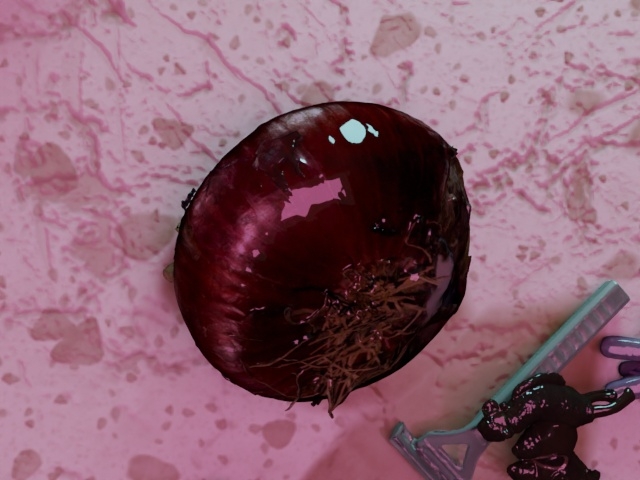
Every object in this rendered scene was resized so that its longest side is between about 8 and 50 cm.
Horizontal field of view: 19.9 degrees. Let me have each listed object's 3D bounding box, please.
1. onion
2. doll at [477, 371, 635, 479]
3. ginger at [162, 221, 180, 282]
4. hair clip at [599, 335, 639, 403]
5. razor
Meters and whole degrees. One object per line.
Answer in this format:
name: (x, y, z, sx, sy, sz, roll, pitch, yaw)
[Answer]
onion: (0.000, 0.000, 1.709, 0.314, 0.232, 0.314, -21, 136, -21)
doll: (0.229, 0.193, 1.812, 0.165, 0.057, 0.139, 0, 113, -22)
ginger: (-0.122, -0.001, 1.791, 0.097, 0.030, 0.048, -41, 100, -6)
hair clip: (0.428, 0.114, 1.855, 0.278, 0.090, 0.137, -4, 90, -9)
razor: (0.206, 0.144, 1.838, 0.278, 0.056, 0.111, -43, 97, -4)
